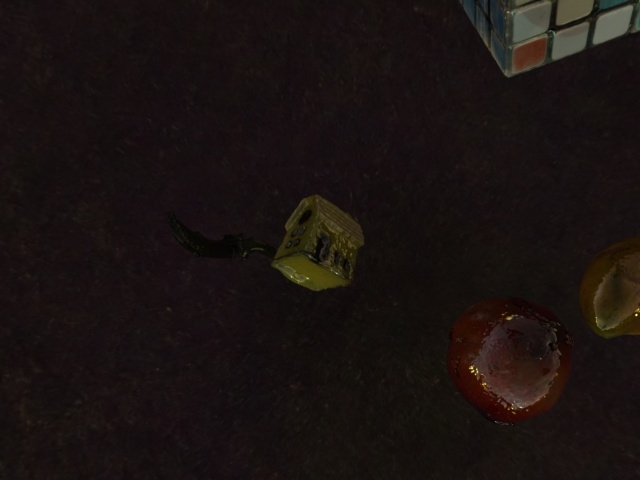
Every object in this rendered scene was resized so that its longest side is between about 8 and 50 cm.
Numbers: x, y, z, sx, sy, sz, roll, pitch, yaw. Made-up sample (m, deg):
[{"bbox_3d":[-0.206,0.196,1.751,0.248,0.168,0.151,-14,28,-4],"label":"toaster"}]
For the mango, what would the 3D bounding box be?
[{"bbox_3d":[0.359,0.052,0.596,0.165,0.089,0.115,2,86,-28],"label":"mango"}]

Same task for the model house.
[{"bbox_3d":[0.000,0.000,1.429,0.193,0.174,0.234,33,54,-28],"label":"model house"}]

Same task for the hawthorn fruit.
[{"bbox_3d":[0.449,0.288,1.235,0.315,0.316,0.316,-1,82,6],"label":"hawthorn fruit"}]

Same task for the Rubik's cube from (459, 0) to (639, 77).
[{"bbox_3d":[0.338,-0.440,0.726,0.253,0.259,0.256,-18,56,6],"label":"Rubik's cube"}]

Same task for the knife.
[{"bbox_3d":[-0.105,0.007,0.619,0.021,0.222,0.046,-19,73,21],"label":"knife"}]
